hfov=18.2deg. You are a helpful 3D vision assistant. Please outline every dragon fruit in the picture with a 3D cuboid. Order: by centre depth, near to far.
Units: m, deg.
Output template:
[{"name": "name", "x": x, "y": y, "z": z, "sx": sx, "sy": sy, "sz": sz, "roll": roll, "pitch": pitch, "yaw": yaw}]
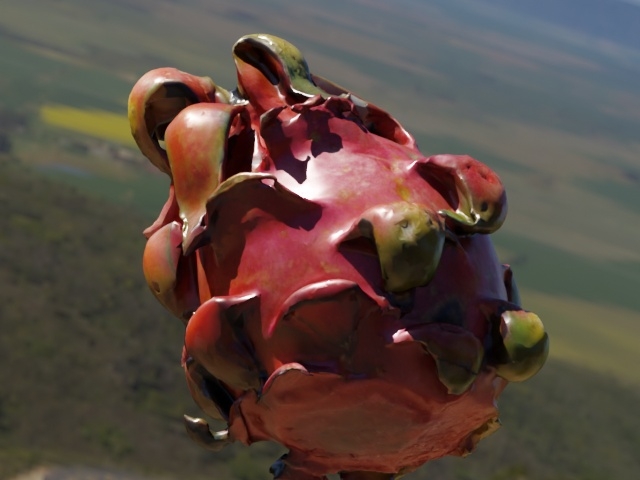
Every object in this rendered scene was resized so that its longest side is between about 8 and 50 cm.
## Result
[{"name": "dragon fruit", "x": -0.003, "y": 0.009, "z": 1.271, "sx": 0.307, "sy": 0.227, "sz": 0.243, "roll": 35, "pitch": 29, "yaw": -9}]
